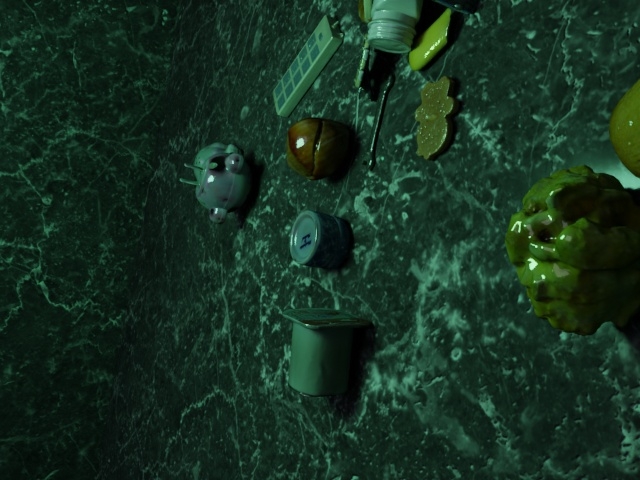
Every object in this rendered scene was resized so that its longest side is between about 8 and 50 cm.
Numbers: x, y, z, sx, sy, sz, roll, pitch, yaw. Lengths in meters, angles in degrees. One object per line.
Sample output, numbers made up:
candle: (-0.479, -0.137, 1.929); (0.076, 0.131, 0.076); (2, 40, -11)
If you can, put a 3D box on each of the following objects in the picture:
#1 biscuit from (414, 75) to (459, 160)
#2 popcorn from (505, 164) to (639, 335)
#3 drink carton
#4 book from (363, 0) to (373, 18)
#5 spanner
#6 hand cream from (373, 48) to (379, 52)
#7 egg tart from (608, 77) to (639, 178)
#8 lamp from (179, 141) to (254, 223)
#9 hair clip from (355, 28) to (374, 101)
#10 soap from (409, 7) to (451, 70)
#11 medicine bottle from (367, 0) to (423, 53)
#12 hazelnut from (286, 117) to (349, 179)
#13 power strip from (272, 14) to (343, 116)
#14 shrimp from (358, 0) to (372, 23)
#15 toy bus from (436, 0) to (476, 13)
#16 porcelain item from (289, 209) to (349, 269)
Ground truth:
biscuit: (0.264, -0.278, 1.565); (0.133, 0.027, 0.184); (-23, 64, 52)
popcorn: (0.402, 0.000, 1.095); (0.250, 0.234, 0.242); (-99, 16, -47)
drink carton: (0.004, 0.271, 1.711); (0.191, 0.185, 0.190); (14, 105, 56)
book: (0.145, -0.685, 1.709); (0.162, 0.022, 0.232); (81, -155, -57)
spanner: (0.144, -0.305, 1.771); (0.054, 0.015, 0.255); (20, 98, 57)
hand cream: (0.161, -0.537, 1.795); (0.022, 0.035, 0.102); (-126, 49, -57)
egg tart: (0.526, -0.178, 0.982); (0.171, 0.215, 0.215); (138, 134, -64)
lamp: (-0.354, -0.221, 2.333); (0.247, 0.247, 0.301); (-65, 27, 18)
hair clip: (0.115, -0.446, 1.765); (0.146, 0.056, 0.187); (-74, -13, -61)
soap: (0.260, -0.462, 1.612); (0.168, 0.033, 0.089); (-34, 53, 51)
medicine bottle: (0.195, -0.618, 1.647); (0.179, 0.124, 0.324); (179, 104, -85)
hazelnut: (-0.006, -0.247, 1.869); (0.182, 0.182, 0.182); (-21, 64, 54)
power strip: (-0.041, -0.526, 2.097); (0.367, 0.043, 0.106); (-47, 45, 41)
shrimp: (0.157, -0.655, 1.827); (0.161, 0.049, 0.166); (-8, 67, 58)
toy bus: (0.270, -0.537, 1.508); (0.061, 0.153, 0.051); (34, 110, 62)
porcelain item: (0.000, 0.000, 1.823); (0.147, 0.114, 0.147); (-26, 59, 53)
